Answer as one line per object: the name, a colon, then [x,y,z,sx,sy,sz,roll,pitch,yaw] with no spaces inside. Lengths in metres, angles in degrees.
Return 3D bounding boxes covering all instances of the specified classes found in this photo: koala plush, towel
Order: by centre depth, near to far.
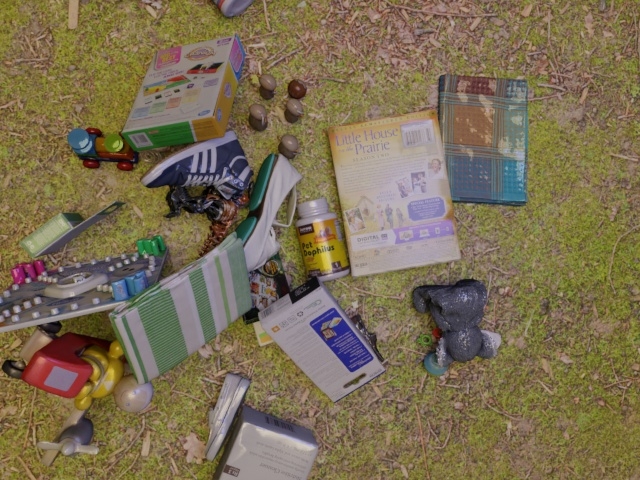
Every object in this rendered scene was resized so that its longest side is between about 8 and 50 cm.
towel: [-0.286,0.151,1.199,0.038,0.248,0.325,29,49,31]
koala plush: [0.370,0.227,1.472,0.196,0.203,0.221,-8,90,-6]
towel: [0.469,-0.287,1.579,0.271,0.040,0.370,2,88,-7]

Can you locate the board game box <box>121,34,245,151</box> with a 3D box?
board game box: [-0.328,-0.368,1.353,0.242,0.064,0.317,-5,53,15]

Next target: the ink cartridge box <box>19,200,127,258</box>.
ink cartridge box: [-0.612,-0.048,1.378,0.235,0.171,0.056,-38,99,-6]

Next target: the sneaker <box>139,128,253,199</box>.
sneaker: [-0.280,-0.152,1.316,0.282,0.099,0.153,-36,101,-38]

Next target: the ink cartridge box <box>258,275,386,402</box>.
ink cartridge box: [0.013,0.264,1.410,0.175,0.069,0.371,-33,123,4]

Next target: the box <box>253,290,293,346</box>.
box: [-0.081,0.194,1.464,0.203,0.114,0.103,-17,91,-8]

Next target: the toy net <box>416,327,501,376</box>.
toy net: [0.394,0.296,1.557,0.232,0.045,0.122,-15,61,-9]

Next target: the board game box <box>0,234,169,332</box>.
board game box: [-0.568,0.089,1.272,0.389,0.390,0.050,-12,107,-7]

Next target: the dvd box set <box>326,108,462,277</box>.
dvd box set: [0.200,-0.128,1.514,0.307,0.062,0.421,-10,90,1]

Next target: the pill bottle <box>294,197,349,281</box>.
pill bottle: [0.000,0.000,1.476,0.117,0.117,0.215,-14,90,-7]

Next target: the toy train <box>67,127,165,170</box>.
toy train: [-0.507,-0.239,1.410,0.248,0.143,0.105,3,89,-6]

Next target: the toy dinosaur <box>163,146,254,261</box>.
toy dinosaur: [-0.286,-0.102,1.438,0.218,0.164,0.322,13,65,-22]

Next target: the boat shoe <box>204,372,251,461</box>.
boat shoe: [-0.264,0.465,1.462,0.075,0.083,0.226,23,74,6]

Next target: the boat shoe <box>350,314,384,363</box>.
boat shoe: [0.133,0.273,1.516,0.049,0.056,0.152,-37,93,-1]

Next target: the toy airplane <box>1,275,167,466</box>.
toy airplane: [-0.496,0.308,1.286,0.272,0.384,0.386,30,129,16]

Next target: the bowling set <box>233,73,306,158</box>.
bowling set: [-0.121,-0.374,1.454,0.287,0.154,0.200,38,85,-5]

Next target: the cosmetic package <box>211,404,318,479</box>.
cosmetic package: [-0.179,0.657,1.420,0.217,0.156,0.385,21,85,-8]

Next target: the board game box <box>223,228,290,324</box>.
board game box: [-0.162,0.085,1.435,0.136,0.030,0.260,-16,58,-4]

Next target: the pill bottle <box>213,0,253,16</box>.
pill bottle: [-0.275,-0.723,1.459,0.124,0.124,0.221,-38,94,-6]

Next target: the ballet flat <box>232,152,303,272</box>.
ballet flat: [-0.144,-0.040,1.418,0.139,0.139,0.400,23,68,-6]
